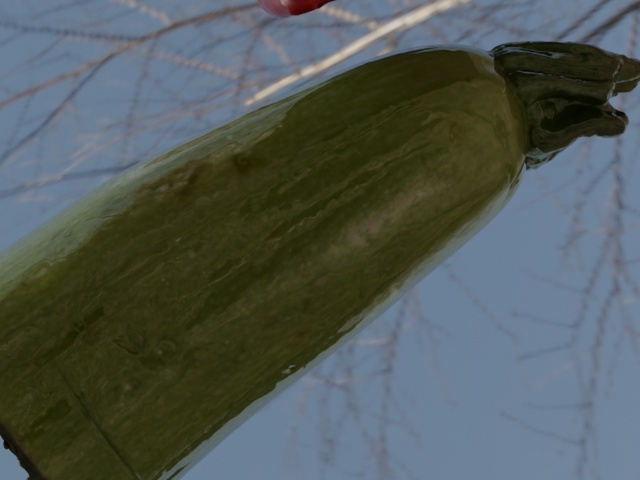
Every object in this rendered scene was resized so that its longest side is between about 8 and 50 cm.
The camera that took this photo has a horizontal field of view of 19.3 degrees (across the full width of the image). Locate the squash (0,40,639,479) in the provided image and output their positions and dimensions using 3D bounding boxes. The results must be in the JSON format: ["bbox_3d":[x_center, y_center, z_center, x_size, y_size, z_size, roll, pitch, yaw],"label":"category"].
[{"bbox_3d":[0.000,0.000,0.565,0.224,0.094,0.094,-31,-84,-2],"label":"squash"}]

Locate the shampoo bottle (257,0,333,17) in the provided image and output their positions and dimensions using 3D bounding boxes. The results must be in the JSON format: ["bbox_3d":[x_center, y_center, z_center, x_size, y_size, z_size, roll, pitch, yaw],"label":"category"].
[{"bbox_3d":[-0.039,-0.219,0.514,0.118,0.076,0.314,-31,-74,-2],"label":"shampoo bottle"}]
